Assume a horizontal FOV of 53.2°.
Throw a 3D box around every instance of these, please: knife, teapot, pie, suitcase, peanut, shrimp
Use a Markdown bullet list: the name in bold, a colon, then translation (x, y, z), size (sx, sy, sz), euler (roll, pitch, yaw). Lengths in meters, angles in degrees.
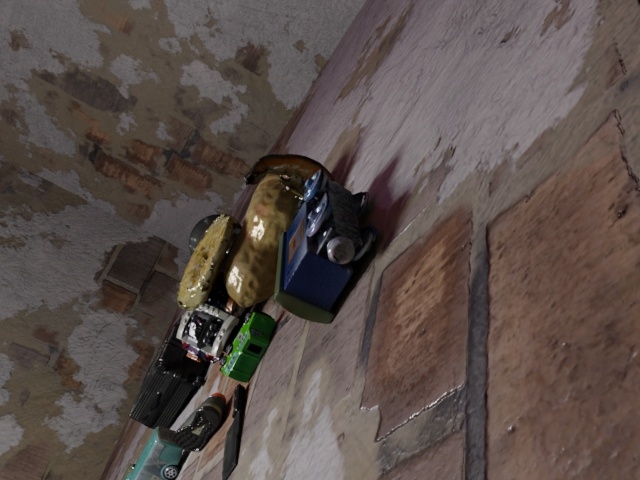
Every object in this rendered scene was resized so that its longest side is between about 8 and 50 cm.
- **knife**: translation (-0.181, 0.390, 1.307), size (0.072, 0.019, 0.245), euler (-58, 15, 21)
- **teapot**: translation (-0.378, 0.058, 2.348), size (0.305, 0.223, 0.285), euler (-60, 20, -4)
- **pie**: translation (-0.287, 0.053, 1.607), size (0.274, 0.055, 0.274), euler (-52, 21, 29)
- **suitcase**: translation (-0.474, 0.438, 2.059), size (0.335, 0.152, 0.229), euler (-55, 13, 36)
- **peanut**: translation (-0.117, -0.015, 1.576), size (0.192, 0.169, 0.387), euler (130, 163, -76)
- **shrimp**: translation (-0.075, -0.089, 1.471), size (0.054, 0.222, 0.290), euler (130, 155, -54)

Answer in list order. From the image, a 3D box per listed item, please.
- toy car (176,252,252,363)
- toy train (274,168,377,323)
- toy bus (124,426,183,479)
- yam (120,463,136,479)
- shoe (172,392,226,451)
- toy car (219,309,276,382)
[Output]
- **toy car**: translation (-0.258, 0.177, 1.677), size (0.193, 0.118, 0.301), euler (19, 74, 34)
- **toy train**: translation (0.000, 0.000, 1.174), size (0.202, 0.131, 0.299), euler (-59, 12, 20)
- **toy bus**: translation (-0.434, 0.608, 1.639), size (0.261, 0.109, 0.091), euler (-61, 19, 6)
- **yam**: translation (-0.531, 0.743, 1.723), size (0.259, 0.106, 0.106), euler (-67, 14, -20)
- **shoe**: translation (-0.279, 0.429, 1.508), size (0.194, 0.074, 0.077), euler (-49, 6, 35)
- **toy car**: translation (-0.160, 0.239, 1.433), size (0.165, 0.071, 0.062), euler (-61, 28, 2)
